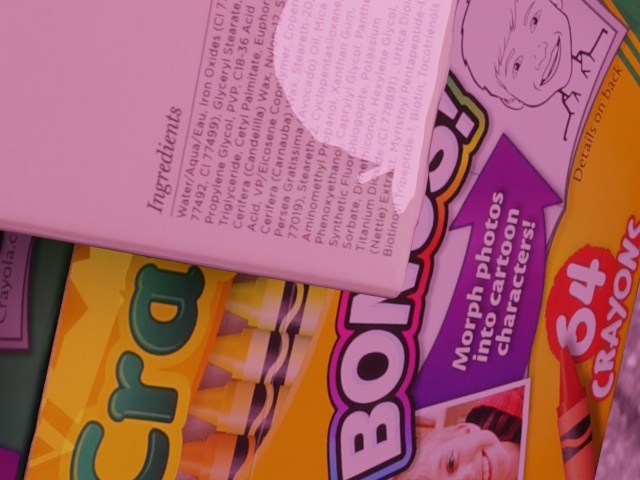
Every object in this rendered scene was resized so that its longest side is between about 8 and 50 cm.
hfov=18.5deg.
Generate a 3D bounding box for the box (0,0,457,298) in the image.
[{"bbox_3d":[-0.104,-0.059,0.600,0.275,0.094,0.113,12,91,-11],"label":"box"}]

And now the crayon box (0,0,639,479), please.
[{"bbox_3d":[0.000,0.000,0.798,0.313,0.106,0.363,11,92,-45],"label":"crayon box"}]
